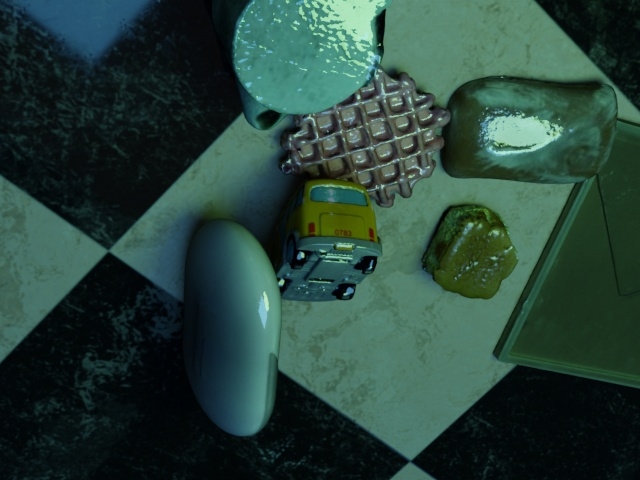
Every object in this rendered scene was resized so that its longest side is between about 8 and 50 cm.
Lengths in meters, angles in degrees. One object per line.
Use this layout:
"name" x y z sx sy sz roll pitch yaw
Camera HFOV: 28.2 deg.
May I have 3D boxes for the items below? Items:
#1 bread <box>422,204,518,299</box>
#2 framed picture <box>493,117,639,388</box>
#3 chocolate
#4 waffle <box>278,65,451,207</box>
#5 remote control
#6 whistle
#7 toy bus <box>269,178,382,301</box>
"bread" 0.232 0.018 1.922 0.128 0.069 0.140 13 116 -23
"framed picture" 0.502 0.034 2.028 0.326 0.028 0.446 13 115 -21
"chocolate" 0.307 -0.146 1.825 0.254 0.080 0.156 2 117 -9
"waffle" 0.067 -0.141 1.792 0.234 0.055 0.221 24 113 -28
"remote control" -0.128 0.126 1.802 0.104 0.221 0.332 -11 124 -28
"whistle" 0.022 -0.319 1.608 0.405 0.168 0.188 -39 121 10
"toy bus" 0.000 0.000 1.777 0.126 0.136 0.209 4 155 -16
